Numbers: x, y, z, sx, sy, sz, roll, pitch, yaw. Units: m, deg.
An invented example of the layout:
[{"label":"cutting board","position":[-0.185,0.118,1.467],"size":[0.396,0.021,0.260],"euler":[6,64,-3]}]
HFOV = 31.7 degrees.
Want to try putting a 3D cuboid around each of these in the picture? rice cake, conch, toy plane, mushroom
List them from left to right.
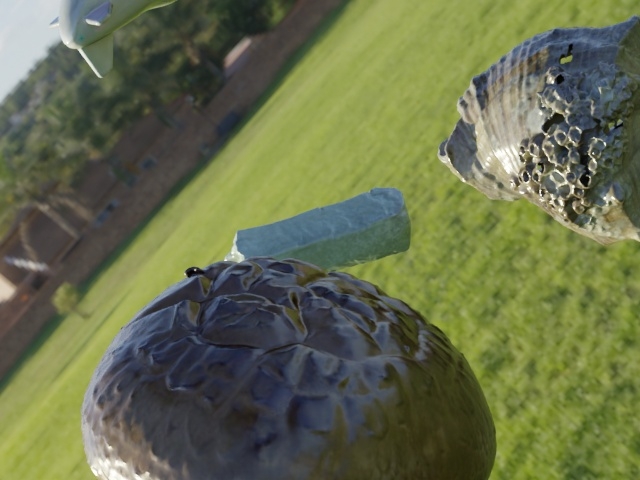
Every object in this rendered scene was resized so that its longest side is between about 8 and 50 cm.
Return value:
[{"label":"toy plane","position":[-0.220,-0.317,1.351],"size":[0.252,0.118,0.252],"euler":[-24,34,18]},{"label":"mushroom","position":[-0.017,0.103,0.685],"size":[0.253,0.253,0.153],"euler":[-87,4,-69]},{"label":"rice cake","position":[0.000,0.000,1.210],"size":[0.207,0.069,0.063],"euler":[-15,50,-9]},{"label":"conch","position":[0.212,-0.091,0.932],"size":[0.245,0.163,0.178],"euler":[4,71,29]}]
